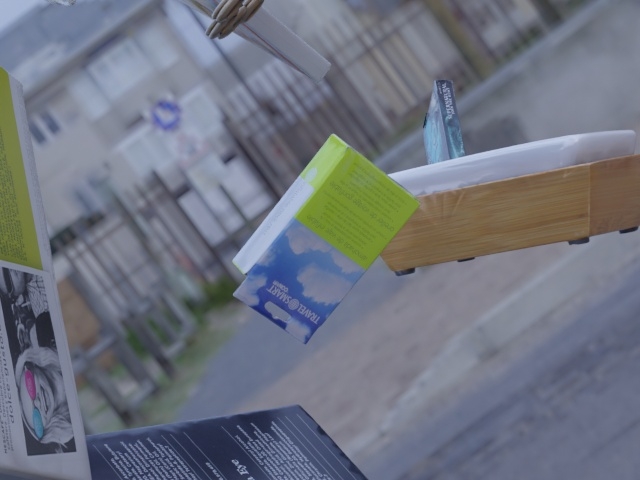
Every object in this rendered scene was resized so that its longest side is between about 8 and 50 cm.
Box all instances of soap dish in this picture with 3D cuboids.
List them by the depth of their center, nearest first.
[{"bbox_3d":[0.214,-0.043,2.084,0.291,0.118,0.229,-10,0,29],"label":"soap dish"}]

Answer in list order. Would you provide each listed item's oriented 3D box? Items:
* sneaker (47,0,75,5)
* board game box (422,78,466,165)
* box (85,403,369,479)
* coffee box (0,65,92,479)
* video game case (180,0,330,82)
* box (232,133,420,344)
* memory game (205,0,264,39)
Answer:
[{"bbox_3d":[-0.266,-0.352,2.258,0.108,0.292,0.169,124,156,-70],"label":"sneaker"},{"bbox_3d":[0.165,-0.100,2.418,0.026,0.186,0.126,-3,-33,-8],"label":"board game box"},{"bbox_3d":[-0.145,0.343,1.677,0.312,0.179,0.343,-3,-51,-47],"label":"box"},{"bbox_3d":[-0.394,0.035,1.312,0.338,0.338,0.334,-12,-12,8],"label":"coffee box"},{"bbox_3d":[-0.137,-0.254,1.759,0.025,0.285,0.204,-55,-41,0],"label":"video game case"},{"bbox_3d":[0.000,0.000,1.768,0.178,0.109,0.042,-51,34,4],"label":"box"},{"bbox_3d":[-0.032,-0.238,1.547,0.186,0.012,0.186,-48,-1,-1],"label":"memory game"}]
